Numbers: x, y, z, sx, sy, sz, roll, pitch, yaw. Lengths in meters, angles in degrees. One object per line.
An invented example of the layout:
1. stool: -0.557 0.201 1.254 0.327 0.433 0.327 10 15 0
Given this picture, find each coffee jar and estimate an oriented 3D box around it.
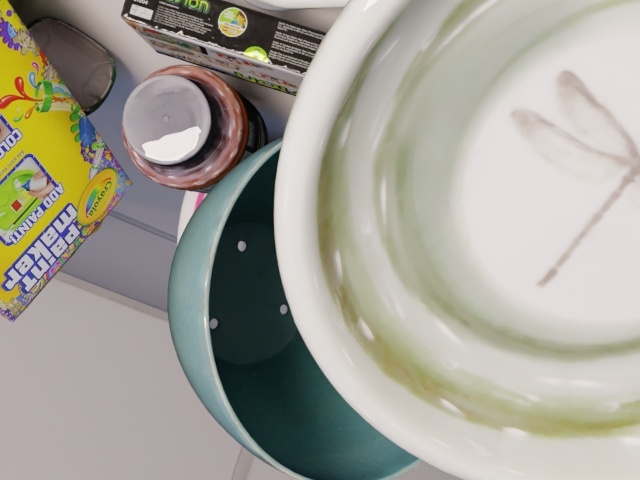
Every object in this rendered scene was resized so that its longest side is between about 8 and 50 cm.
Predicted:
1. coffee jar: -0.282 -0.156 0.842 0.096 0.079 0.184 32 159 -23

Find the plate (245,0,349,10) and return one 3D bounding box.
1. plate: -0.006 -0.204 0.435 0.278 0.045 0.277 8 162 34

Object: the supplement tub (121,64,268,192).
1. supplement tub: -0.110 -0.095 0.719 0.106 0.106 0.198 17 -178 5

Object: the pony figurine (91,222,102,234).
1. pony figurine: -0.514 -0.070 1.023 0.363 0.303 0.351 23 -150 17

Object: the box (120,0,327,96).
1. box: -0.040 -0.145 0.636 0.207 0.036 0.114 18 -179 1

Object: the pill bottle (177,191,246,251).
1. pill bottle: 0.000 0.000 0.909 0.283 0.160 0.160 15 164 12

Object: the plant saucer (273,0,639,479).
1. plant saucer: 0.176 -0.023 0.469 0.400 0.400 0.100 20 -152 -7

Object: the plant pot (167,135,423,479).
1. plant pot: -0.018 0.050 0.719 0.290 0.290 0.195 28 163 -32

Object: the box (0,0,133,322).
1. box: -0.371 -0.115 0.714 0.290 0.177 0.279 20 153 32
